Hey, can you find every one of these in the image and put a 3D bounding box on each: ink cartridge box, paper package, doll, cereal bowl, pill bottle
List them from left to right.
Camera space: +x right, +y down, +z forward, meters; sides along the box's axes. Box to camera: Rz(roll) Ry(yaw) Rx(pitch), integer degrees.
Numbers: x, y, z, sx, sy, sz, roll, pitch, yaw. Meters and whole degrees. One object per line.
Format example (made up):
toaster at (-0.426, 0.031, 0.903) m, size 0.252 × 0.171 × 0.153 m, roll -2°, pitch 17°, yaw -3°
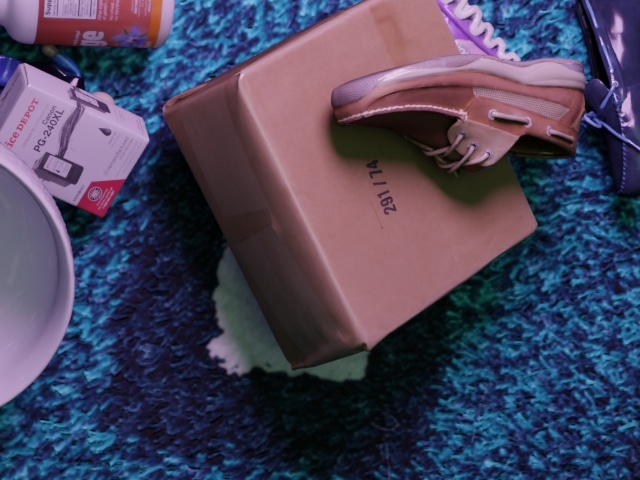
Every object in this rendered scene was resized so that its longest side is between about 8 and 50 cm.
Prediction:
cereal bowl at (-0.424, 0.018, 1.695) m, size 0.339 × 0.141 × 0.339 m, roll -4°, pitch 115°, yaw -9°
doll at (-0.317, -0.155, 1.798) m, size 0.189 × 0.046 × 0.129 m, roll 8°, pitch 99°, yaw -18°
ink cartridge box at (-0.278, -0.107, 1.769) m, size 0.150 × 0.063 × 0.109 m, roll 24°, pitch 111°, yaw -26°
pill bottle at (-0.272, -0.270, 1.771) m, size 0.216 × 0.121 × 0.121 m, roll 0°, pitch 91°, yaw -15°
paper package at (0.039, -0.077, 1.801) m, size 0.309 × 0.168 × 0.325 m, roll -32°, pitch 100°, yaw -34°

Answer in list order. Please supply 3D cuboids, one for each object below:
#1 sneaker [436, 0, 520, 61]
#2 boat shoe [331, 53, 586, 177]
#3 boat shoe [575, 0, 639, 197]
sneaker at (0.181, -0.190, 1.922) m, size 0.104 × 0.095 × 0.236 m, roll -43°, pitch 97°, yaw -4°
boat shoe at (0.158, -0.128, 1.718) m, size 0.324 × 0.123 × 0.116 m, roll -4°, pitch 86°, yaw -33°
boat shoe at (0.344, -0.175, 1.972) m, size 0.089 × 0.109 × 0.258 m, roll -1°, pitch 75°, yaw -9°
